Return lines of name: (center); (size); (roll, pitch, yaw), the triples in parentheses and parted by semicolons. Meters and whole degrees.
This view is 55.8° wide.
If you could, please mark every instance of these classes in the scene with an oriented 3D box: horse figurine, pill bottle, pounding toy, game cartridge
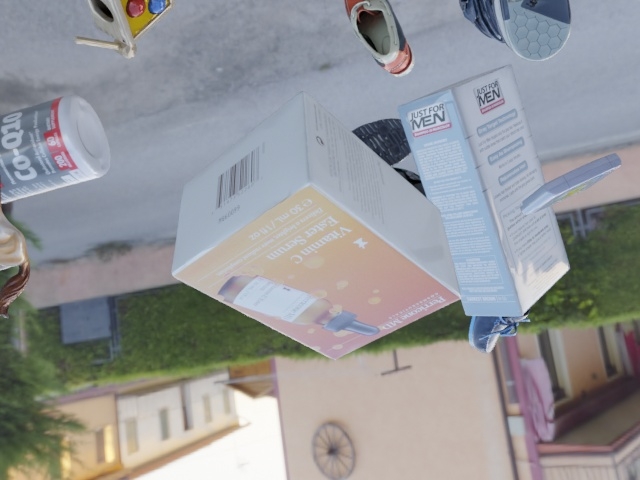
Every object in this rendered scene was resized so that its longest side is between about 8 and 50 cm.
horse figurine: (-0.567, -0.003, 1.005); (0.174, 0.263, 0.066); (-38, -153, -29)
pill bottle: (-0.564, -0.161, 1.140); (0.283, 0.161, 0.161); (-15, 170, 5)
pounding toy: (-0.344, -0.395, 1.069); (0.094, 0.181, 0.206); (31, 157, 13)
game cartridge: (0.224, -0.051, 0.537); (0.083, 0.017, 0.056); (-23, 163, -16)

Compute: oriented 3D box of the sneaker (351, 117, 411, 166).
sneaker: (0.056, -0.167, 1.317); (0.319, 0.112, 0.131); (-26, 179, -9)

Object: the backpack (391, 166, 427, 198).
backpack: (0.142, -0.052, 1.195); (0.166, 0.188, 0.144); (26, 143, 15)

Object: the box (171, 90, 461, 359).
box: (0.000, 0.000, 0.450); (0.130, 0.091, 0.170); (-33, 132, 29)

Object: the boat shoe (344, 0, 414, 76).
boat shoe: (0.056, -0.234, 0.649); (0.049, 0.137, 0.043); (-38, 150, 26)

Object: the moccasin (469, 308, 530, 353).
moccasin: (0.437, 0.158, 1.436); (0.117, 0.342, 0.138); (25, -132, 25)

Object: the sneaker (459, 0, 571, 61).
sneaker: (0.179, -0.303, 0.595); (0.086, 0.226, 0.163); (-11, -153, 6)

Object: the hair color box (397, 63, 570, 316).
hair color box: (0.280, -0.081, 1.009); (0.185, 0.374, 0.114); (-30, -165, -39)
